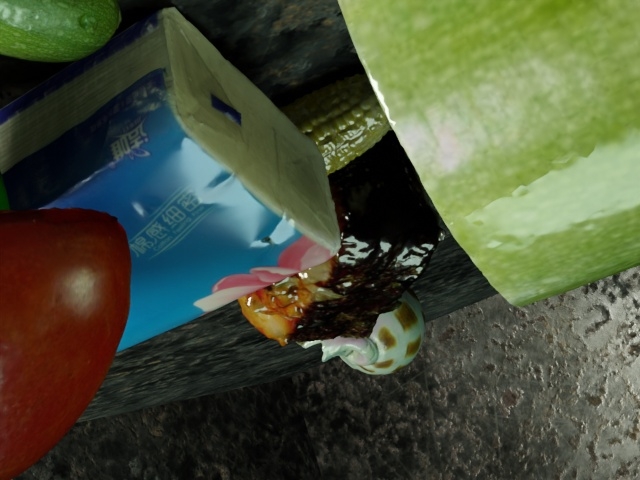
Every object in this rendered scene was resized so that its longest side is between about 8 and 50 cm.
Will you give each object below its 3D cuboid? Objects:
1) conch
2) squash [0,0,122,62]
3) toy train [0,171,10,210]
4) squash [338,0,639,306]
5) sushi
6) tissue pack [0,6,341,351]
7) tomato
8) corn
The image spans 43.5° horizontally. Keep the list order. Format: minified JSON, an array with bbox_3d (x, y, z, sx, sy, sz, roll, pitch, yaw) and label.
[{"bbox_3d":[0.079,0.149,1.544,0.249,0.197,0.368,15,173,13],"label":"conch"},{"bbox_3d":[-0.189,-0.124,0.359,0.219,0.068,0.077,-5,141,-43],"label":"squash"},{"bbox_3d":[-0.300,-0.038,0.443,0.243,0.133,0.188,-17,173,-2],"label":"toy train"},{"bbox_3d":[0.218,-0.154,0.371,0.384,0.263,0.263,-25,165,22],"label":"squash"},{"bbox_3d":[0.000,0.000,0.913,0.181,0.197,0.343,6,154,-16],"label":"sushi"},{"bbox_3d":[-0.151,-0.017,0.601,0.269,0.137,0.209,-23,141,22],"label":"tissue pack"},{"bbox_3d":[-0.212,0.069,0.429,0.233,0.140,0.200,-18,174,33],"label":"tomato"},{"bbox_3d":[-0.066,-0.066,0.731,0.288,0.087,0.086,-25,165,15],"label":"corn"}]
